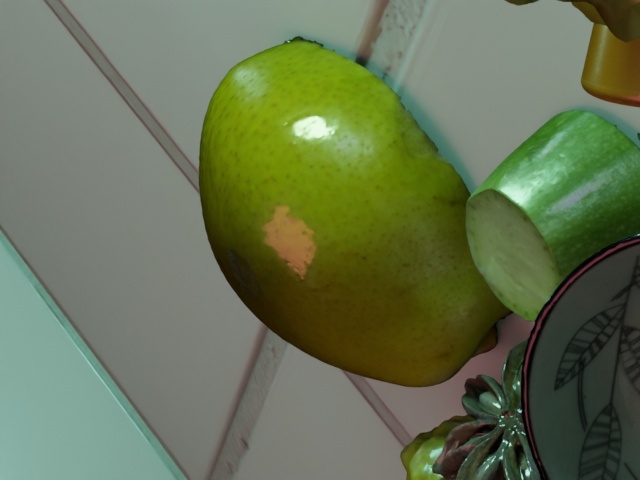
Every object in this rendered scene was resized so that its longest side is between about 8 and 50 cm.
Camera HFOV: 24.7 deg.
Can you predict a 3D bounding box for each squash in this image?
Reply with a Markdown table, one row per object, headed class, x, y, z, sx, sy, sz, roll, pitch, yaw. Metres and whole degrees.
| class | x | y | z | sx | sy | sz | roll | pitch | yaw |
| --- | --- | --- | --- | --- | --- | --- | --- | --- | --- |
| squash | 0.201 | -0.014 | 1.184 | 0.170 | 0.123 | 0.170 | 46 | 151 | 35 |

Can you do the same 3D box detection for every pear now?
| class | x | y | z | sx | sy | sz | roll | pitch | yaw |
| --- | --- | --- | --- | --- | --- | --- | --- | --- | --- |
| pear | 0.000 | 0.000 | 1.489 | 0.386 | 0.191 | 0.340 | 48 | 155 | 20 |

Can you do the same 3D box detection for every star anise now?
| class | x | y | z | sx | sy | sz | roll | pitch | yaw |
| --- | --- | --- | --- | --- | --- | --- | --- | --- | --- |
| star anise | 0.181 | 0.188 | 1.372 | 0.197 | 0.212 | 0.073 | -31 | 128 | 32 |

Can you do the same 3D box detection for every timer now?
| class | x | y | z | sx | sy | sz | roll | pitch | yaw |
| --- | --- | --- | --- | --- | --- | --- | --- | --- | --- |
| timer | 0.238 | -0.169 | 0.939 | 0.132 | 0.132 | 0.152 | 23 | 118 | 53 |

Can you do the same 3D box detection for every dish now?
| class | x | y | z | sx | sy | sz | roll | pitch | yaw |
| --- | --- | --- | --- | --- | --- | --- | --- | --- | --- |
| dish | 0.310 | 0.118 | 1.071 | 0.316 | 0.106 | 0.316 | 11 | 116 | 24 |

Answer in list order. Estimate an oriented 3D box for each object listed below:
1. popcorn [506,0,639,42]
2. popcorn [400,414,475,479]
| class | x | y | z | sx | sy | sz | roll | pitch | yaw |
| --- | --- | --- | --- | --- | --- | --- | --- | --- | --- |
| popcorn | 0.163 | -0.243 | 0.761 | 0.312 | 0.312 | 0.312 | 43 | 153 | 29 |
| popcorn | 0.186 | 0.288 | 1.501 | 0.266 | 0.192 | 0.233 | -143 | 33 | -73 |
